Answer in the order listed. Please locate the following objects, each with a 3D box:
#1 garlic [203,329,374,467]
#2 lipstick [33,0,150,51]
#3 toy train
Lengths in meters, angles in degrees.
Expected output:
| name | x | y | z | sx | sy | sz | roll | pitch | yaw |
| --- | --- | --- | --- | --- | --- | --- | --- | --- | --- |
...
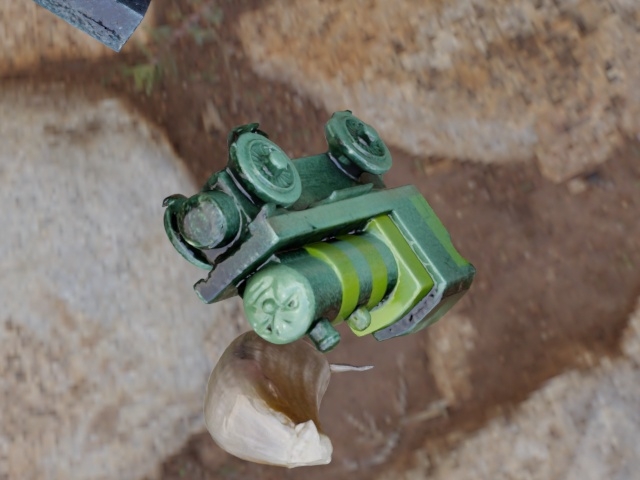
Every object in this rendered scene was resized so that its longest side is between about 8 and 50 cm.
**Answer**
| name | x | y | z | sx | sy | sz | roll | pitch | yaw |
| --- | --- | --- | --- | --- | --- | --- | --- | --- | --- |
| garlic | -0.032 | 0.132 | 1.654 | 0.128 | 0.198 | 0.090 | 17 | 108 | 7 |
| lipstick | -0.284 | -0.265 | 1.548 | 0.312 | 0.051 | 0.051 | 31 | 132 | -14 |
| toy train | -0.001 | 0.000 | 1.049 | 0.083 | 0.132 | 0.200 | -42 | 168 | 29 |
